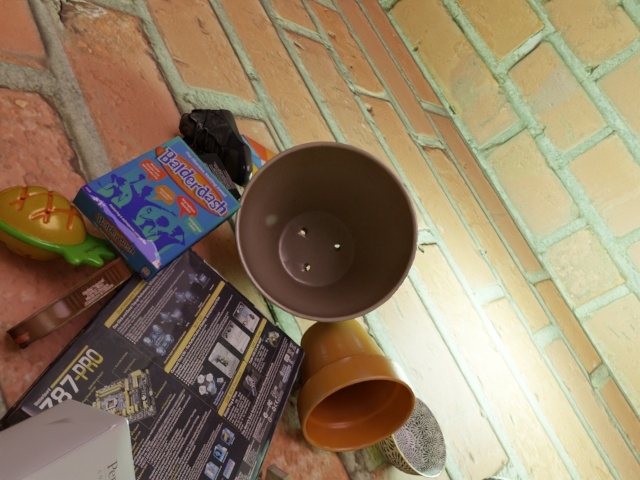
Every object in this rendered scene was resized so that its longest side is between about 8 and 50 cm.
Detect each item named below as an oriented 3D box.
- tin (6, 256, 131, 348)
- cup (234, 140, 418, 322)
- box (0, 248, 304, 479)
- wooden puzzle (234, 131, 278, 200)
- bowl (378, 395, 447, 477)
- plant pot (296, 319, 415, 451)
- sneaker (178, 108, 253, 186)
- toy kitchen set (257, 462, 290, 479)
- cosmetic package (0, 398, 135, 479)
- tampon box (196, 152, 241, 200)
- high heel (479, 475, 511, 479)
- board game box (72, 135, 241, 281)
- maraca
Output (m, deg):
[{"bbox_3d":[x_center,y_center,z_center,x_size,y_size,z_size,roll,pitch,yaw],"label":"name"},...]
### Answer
[{"bbox_3d":[-0.341,0.084,0.787,0.040,0.106,0.189,60,32,-12],"label":"tin"},{"bbox_3d":[0.000,0.000,1.129,0.331,0.331,0.237,55,-11,5],"label":"cup"},{"bbox_3d":[-0.205,0.210,0.837,0.318,0.097,0.395,45,31,-14],"label":"box"},{"bbox_3d":[-0.130,-0.153,1.332,0.239,0.044,0.221,20,45,-40],"label":"wooden puzzle"},{"bbox_3d":[0.168,0.399,1.140,0.170,0.080,0.170,31,38,-29],"label":"bowl"},{"bbox_3d":[0.045,0.247,1.046,0.205,0.205,0.188,28,25,-33],"label":"plant pot"},{"bbox_3d":[-0.225,-0.199,1.201,0.130,0.087,0.227,-2,51,-35],"label":"sneaker"},{"bbox_3d":[-0.069,0.374,0.886,0.068,0.083,0.075,20,18,31],"label":"toy kitchen set"},{"bbox_3d":[-0.268,0.361,0.441,0.284,0.097,0.377,-19,110,-55],"label":"cosmetic package"},{"bbox_3d":[-0.252,-0.081,1.039,0.161,0.120,0.101,-19,75,-56],"label":"tampon box"},{"bbox_3d":[0.268,0.534,1.033,0.093,0.186,0.261,53,32,0],"label":"high heel"},{"bbox_3d":[-0.245,-0.057,0.887,0.160,0.047,0.210,48,42,-4],"label":"board game box"},{"bbox_3d":[-0.385,-0.015,0.814,0.186,0.099,0.127,29,17,-3],"label":"maraca"}]
